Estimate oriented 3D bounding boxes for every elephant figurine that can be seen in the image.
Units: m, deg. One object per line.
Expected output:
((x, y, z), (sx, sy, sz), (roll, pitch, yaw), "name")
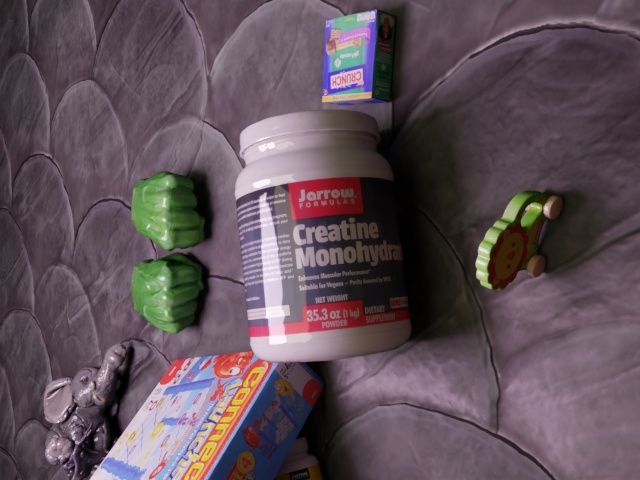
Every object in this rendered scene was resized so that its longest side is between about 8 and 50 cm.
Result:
((-0.478, 0.334, 1.384), (0.169, 0.186, 0.239), (83, -172, -77), "elephant figurine")

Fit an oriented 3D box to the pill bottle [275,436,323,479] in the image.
((-0.028, 0.336, 0.932), (0.065, 0.065, 0.116), (-32, 68, 43), "pill bottle")

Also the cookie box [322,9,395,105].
((0.047, -0.229, 0.855), (0.092, 0.040, 0.107), (7, 97, 46), "cookie box")

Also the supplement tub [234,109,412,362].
((0.000, 0.000, 0.801), (0.191, 0.191, 0.272), (-12, 82, 47), "supplement tub")

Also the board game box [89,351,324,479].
((-0.183, 0.302, 0.944), (0.302, 0.308, 0.086), (-16, 122, 46), "board game box")

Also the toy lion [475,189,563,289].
((0.191, 0.000, 0.663), (0.034, 0.096, 0.100), (26, 109, 44), "toy lion")

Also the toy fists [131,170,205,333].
((-0.259, 0.021, 1.160), (0.142, 0.096, 0.279), (14, 103, 57), "toy fists")

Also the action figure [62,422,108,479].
((-0.288, 0.405, 1.147), (0.140, 0.276, 0.164), (-61, 9, -20), "action figure")
